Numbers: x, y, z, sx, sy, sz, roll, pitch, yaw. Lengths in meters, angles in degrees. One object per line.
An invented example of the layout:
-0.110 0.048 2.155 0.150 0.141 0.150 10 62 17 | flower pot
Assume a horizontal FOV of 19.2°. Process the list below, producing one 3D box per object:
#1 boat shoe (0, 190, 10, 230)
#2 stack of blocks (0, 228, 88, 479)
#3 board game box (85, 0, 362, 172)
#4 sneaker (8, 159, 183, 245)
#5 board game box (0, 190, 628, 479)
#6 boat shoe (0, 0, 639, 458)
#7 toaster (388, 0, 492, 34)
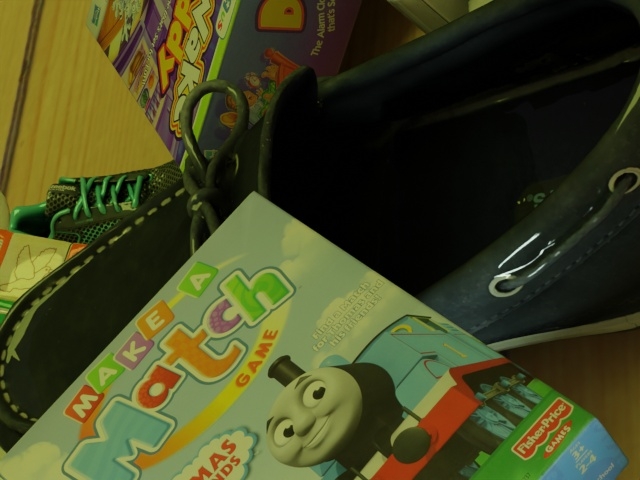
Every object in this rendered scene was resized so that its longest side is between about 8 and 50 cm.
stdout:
-0.308 0.102 1.314 0.097 0.116 0.324 79 -143 -83 | boat shoe
-0.248 0.078 1.168 0.297 0.087 0.171 9 70 26 | stack of blocks
-0.035 -0.238 1.145 0.233 0.078 0.347 53 130 54 | board game box
-0.139 -0.016 1.218 0.166 0.076 0.065 -28 46 37 | sneaker
-0.013 0.086 0.720 0.160 0.039 0.211 -47 43 -9 | board game box
0.000 0.000 0.914 0.500 0.156 0.187 -20 58 34 | boat shoe
0.100 -0.181 0.980 0.129 0.146 0.227 -32 42 32 | toaster
